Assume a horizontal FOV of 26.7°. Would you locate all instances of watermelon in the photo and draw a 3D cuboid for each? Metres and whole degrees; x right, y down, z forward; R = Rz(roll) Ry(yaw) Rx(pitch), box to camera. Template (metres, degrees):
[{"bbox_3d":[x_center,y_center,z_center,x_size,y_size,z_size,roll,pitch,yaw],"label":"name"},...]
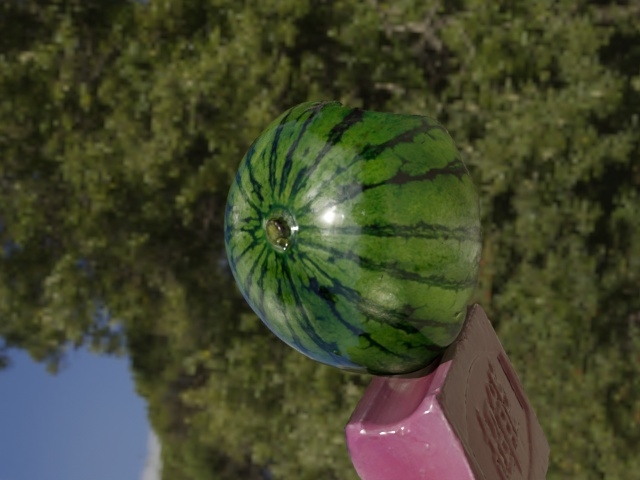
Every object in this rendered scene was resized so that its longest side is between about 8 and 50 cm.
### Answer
[{"bbox_3d":[0.000,0.000,1.474,0.189,0.331,0.330,-1,-82,-37],"label":"watermelon"}]

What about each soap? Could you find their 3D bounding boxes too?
[{"bbox_3d":[0.156,0.237,1.559,0.233,0.128,0.359,64,-162,-7],"label":"soap"}]
